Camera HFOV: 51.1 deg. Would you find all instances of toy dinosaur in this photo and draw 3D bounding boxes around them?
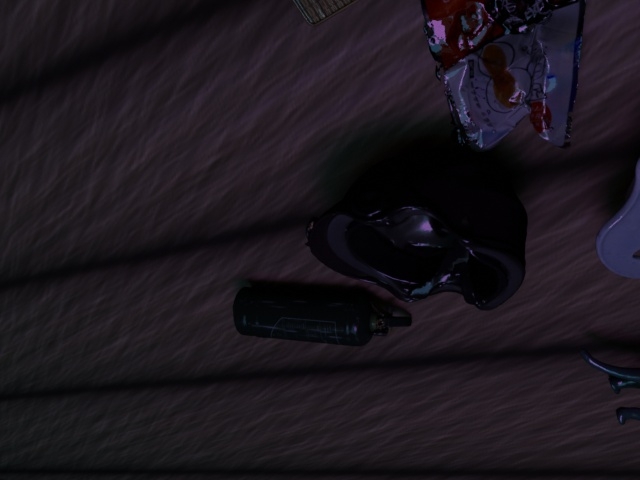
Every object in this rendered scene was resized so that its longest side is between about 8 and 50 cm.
[{"bbox_3d":[0.657,0.248,1.074,0.331,0.129,0.383,-27,116,25],"label":"toy dinosaur"}]

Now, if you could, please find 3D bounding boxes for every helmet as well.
[{"bbox_3d":[0.146,-0.033,0.942,0.306,0.177,0.225,12,155,24],"label":"helmet"}]

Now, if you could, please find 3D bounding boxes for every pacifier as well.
[{"bbox_3d":[0.479,-0.017,0.803,0.239,0.225,0.287,5,137,-8],"label":"pacifier"}]

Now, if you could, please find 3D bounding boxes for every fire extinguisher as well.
[{"bbox_3d":[0.002,0.139,1.222,0.311,0.095,0.114,2,175,22],"label":"fire extinguisher"}]

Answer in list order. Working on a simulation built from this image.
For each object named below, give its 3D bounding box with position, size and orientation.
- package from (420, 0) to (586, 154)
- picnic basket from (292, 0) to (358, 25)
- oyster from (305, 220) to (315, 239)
[{"bbox_3d":[0.228,-0.230,0.819,0.194,0.071,0.269,-6,115,23],"label":"package"},{"bbox_3d":[0.027,-0.340,0.781,0.164,0.079,0.115,-20,121,34],"label":"picnic basket"},{"bbox_3d":[0.000,-0.003,1.140,0.054,0.019,0.083,-1,130,23],"label":"oyster"}]
